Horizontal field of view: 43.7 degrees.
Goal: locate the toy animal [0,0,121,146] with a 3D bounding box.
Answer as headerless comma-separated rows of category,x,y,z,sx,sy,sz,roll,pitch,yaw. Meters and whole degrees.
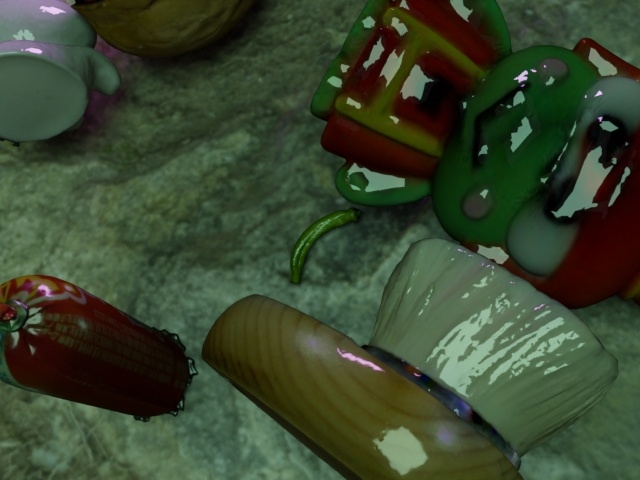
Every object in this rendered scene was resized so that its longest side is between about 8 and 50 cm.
toy animal,-0.258,-0.188,0.720,0.104,0.131,0.221,-52,42,34

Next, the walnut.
walnut,-0.128,-0.233,0.677,0.180,0.144,0.144,-29,74,-8

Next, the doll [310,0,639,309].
doll,0.170,-0.047,0.571,0.363,0.160,0.182,30,91,12

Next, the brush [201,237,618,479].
brush,0.049,0.087,0.563,0.267,0.174,0.166,30,74,25

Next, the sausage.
sausage,-0.156,0.077,0.543,0.083,0.264,0.083,-2,73,6

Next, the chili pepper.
chili pepper,0.000,0.000,0.661,0.083,0.017,0.030,-41,75,-2
